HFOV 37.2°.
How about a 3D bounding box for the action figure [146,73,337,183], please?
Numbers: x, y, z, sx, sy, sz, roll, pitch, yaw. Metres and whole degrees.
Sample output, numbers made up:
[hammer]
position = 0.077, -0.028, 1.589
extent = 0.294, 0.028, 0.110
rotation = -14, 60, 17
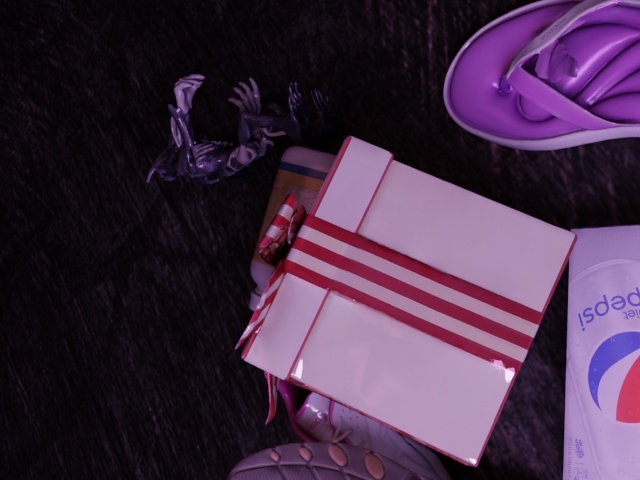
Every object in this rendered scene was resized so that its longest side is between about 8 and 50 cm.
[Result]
[action figure]
position = -0.121, -0.152, 1.261
extent = 0.276, 0.164, 0.140
rotation = -8, 95, 30

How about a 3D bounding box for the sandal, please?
[sandal]
position = 0.289, -0.179, 0.948
extent = 0.416, 0.102, 0.169
rotation = 7, 85, 41

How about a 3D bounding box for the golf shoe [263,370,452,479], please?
[golf shoe]
position = 0.038, 0.233, 1.052
extent = 0.115, 0.140, 0.306
rotation = -50, 55, 20

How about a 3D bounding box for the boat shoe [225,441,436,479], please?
[boat shoe]
position = 0.075, 0.294, 0.896
extent = 0.132, 0.356, 0.130
rotation = -90, 18, -59

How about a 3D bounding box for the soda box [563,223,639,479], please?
[soda box]
position = 0.289, 0.132, 0.886
extent = 0.091, 0.098, 0.286
rotation = -3, 78, 40

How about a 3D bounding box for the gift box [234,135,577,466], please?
[gift box]
position = 0.065, 0.077, 0.905
extent = 0.258, 0.255, 0.276
rotation = 25, 78, 13

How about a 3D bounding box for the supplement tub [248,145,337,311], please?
[supplement tub]
position = 0.000, 0.000, 1.128
extent = 0.144, 0.144, 0.199
rotation = 18, 93, 41
